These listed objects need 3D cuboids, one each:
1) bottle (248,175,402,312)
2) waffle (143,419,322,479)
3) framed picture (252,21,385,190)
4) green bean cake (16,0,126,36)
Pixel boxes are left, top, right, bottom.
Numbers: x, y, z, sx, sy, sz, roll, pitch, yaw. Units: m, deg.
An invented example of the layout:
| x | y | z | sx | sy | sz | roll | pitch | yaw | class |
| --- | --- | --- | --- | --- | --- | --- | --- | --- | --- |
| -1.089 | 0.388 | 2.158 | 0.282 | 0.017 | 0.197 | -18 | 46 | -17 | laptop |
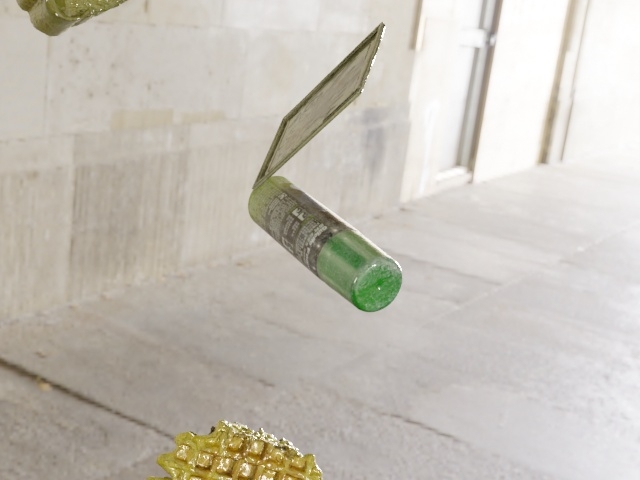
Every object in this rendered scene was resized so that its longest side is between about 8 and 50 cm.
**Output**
| x | y | z | sx | sy | sz | roll | pitch | yaw | class |
| --- | --- | --- | --- | --- | --- | --- | --- | --- | --- |
| 0.000 | 0.000 | 1.493 | 0.093 | 0.093 | 0.330 | -2 | 24 | -31 | bottle |
| -0.147 | 0.445 | 1.720 | 0.307 | 0.311 | 0.060 | -38 | 19 | -21 | waffle |
| -0.003 | -0.177 | 1.317 | 0.010 | 0.231 | 0.173 | 37 | 40 | -17 | framed picture |
| -0.361 | -0.438 | 1.442 | 0.236 | 0.233 | 0.124 | -35 | 14 | -30 | green bean cake |
